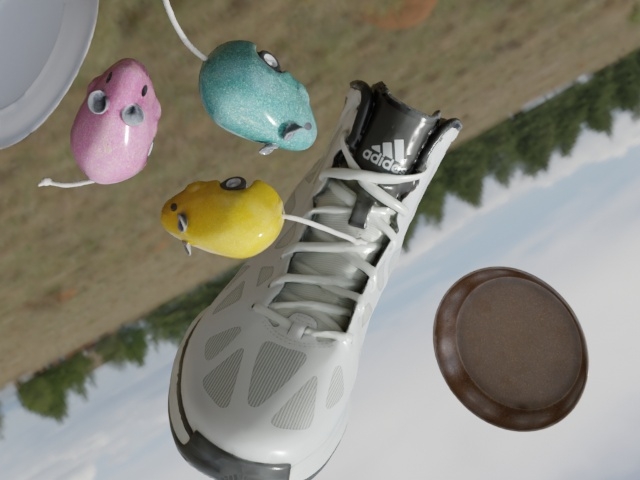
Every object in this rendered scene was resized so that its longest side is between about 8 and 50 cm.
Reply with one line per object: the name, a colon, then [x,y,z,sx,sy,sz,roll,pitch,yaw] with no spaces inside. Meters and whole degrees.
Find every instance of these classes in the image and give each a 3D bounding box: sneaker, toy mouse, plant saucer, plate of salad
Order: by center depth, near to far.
toy mouse: [-0.062,-0.050,0.505,0.161,0.143,0.031,2,-144,8]
sneaker: [-0.001,-0.001,0.988,0.447,0.169,0.257,-65,176,-54]
plate of salad: [-0.263,-0.173,1.016,0.200,0.200,0.048,-29,143,30]
plant saucer: [0.190,0.104,1.084,0.168,0.168,0.029,-29,173,38]
